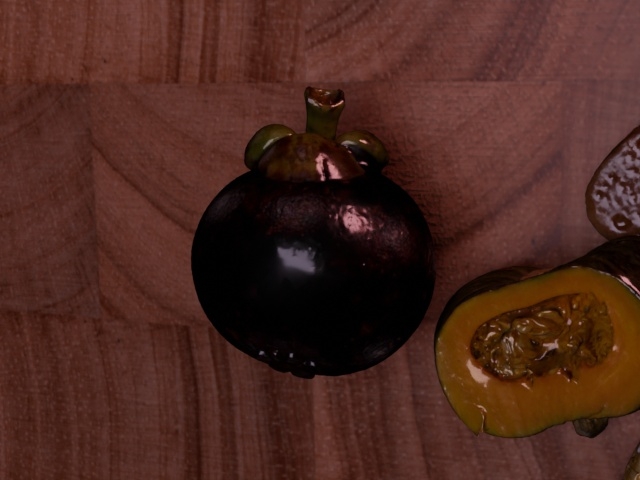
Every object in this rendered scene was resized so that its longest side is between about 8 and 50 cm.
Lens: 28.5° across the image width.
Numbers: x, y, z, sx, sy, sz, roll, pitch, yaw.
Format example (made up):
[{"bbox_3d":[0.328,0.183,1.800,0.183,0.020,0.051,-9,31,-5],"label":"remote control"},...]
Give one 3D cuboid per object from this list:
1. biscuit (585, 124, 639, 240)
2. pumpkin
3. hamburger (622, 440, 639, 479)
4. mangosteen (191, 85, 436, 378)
[{"bbox_3d":[0.458,-0.034,1.404,0.262,0.052,0.277,-42,81,29],"label":"biscuit"},{"bbox_3d":[0.288,0.128,1.446,0.317,0.139,0.222,-18,94,30],"label":"pumpkin"},{"bbox_3d":[0.421,0.291,1.459,0.147,0.083,0.138,22,104,18],"label":"hamburger"},{"bbox_3d":[-0.009,0.011,1.511,0.297,0.297,0.313,-31,41,26],"label":"mangosteen"}]
